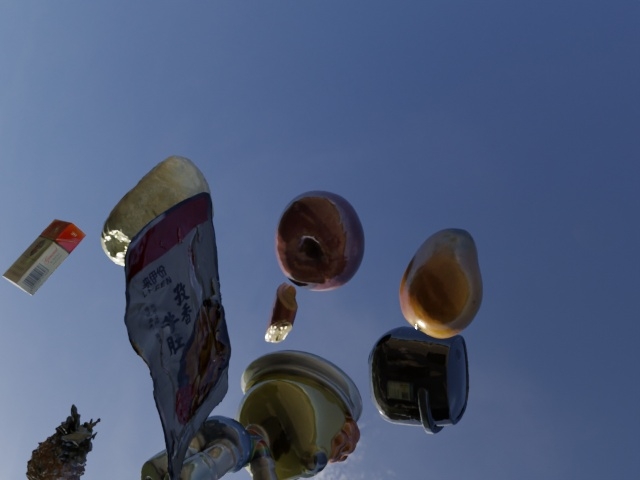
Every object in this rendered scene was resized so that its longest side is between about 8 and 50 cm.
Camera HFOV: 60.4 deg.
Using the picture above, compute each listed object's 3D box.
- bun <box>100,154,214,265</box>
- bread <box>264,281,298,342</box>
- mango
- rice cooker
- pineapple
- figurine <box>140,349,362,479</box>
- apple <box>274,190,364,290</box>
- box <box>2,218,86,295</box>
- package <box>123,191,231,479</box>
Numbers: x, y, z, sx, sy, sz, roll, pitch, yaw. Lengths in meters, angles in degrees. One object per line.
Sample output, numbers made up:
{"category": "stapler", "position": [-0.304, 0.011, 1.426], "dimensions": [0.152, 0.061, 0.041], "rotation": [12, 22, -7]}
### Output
{"category": "bun", "position": [-0.265, -0.035, 0.939], "dimensions": [0.134, 0.220, 0.220], "rotation": [39, -83, -5]}
{"category": "bread", "position": [-0.118, 0.221, 1.680], "dimensions": [0.119, 0.067, 0.193], "rotation": [167, -62, -71]}
{"category": "mango", "position": [0.242, 0.085, 1.115], "dimensions": [0.175, 0.139, 0.255], "rotation": [-29, -154, 30]}
{"category": "rice cooker", "position": [0.248, 0.348, 1.396], "dimensions": [0.224, 0.267, 0.267], "rotation": [-3, -111, 27]}
{"category": "pineapple", "position": [-0.712, 0.583, 1.553], "dimensions": [0.340, 0.169, 0.169], "rotation": [-54, -131, 27]}
{"category": "figurine", "position": [-0.078, 0.289, 0.847], "dimensions": [0.224, 0.381, 0.205], "rotation": [-2, -88, 23]}
{"category": "apple", "position": [0.000, 0.000, 1.681], "dimensions": [0.305, 0.235, 0.306], "rotation": [6, -74, 20]}
{"category": "box", "position": [-0.545, 0.029, 1.085], "dimensions": [0.100, 0.048, 0.152], "rotation": [11, -119, 45]}
{"category": "package", "position": [-0.127, 0.087, 0.515], "dimensions": [0.030, 0.154, 0.240], "rotation": [0, -70, 13]}
